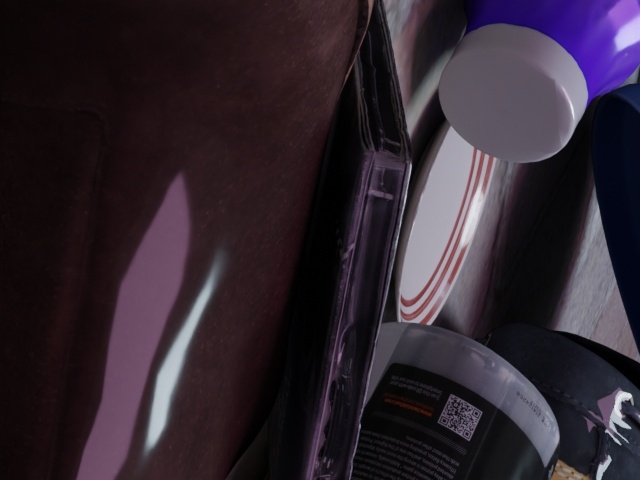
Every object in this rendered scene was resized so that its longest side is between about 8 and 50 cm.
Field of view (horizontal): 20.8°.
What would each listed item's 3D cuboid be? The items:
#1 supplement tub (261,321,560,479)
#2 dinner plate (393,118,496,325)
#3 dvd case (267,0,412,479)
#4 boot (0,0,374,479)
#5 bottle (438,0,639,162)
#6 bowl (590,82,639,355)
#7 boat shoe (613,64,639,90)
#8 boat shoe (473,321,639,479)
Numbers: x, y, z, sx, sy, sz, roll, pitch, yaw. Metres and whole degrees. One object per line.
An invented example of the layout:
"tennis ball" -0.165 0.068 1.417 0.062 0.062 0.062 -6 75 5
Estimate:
"supplement tub" 0.021 0.139 0.752 0.117 0.117 0.190 88 26 -50
"dinner plate" 0.062 -0.017 0.898 0.141 0.017 0.141 17 90 -74
"dvd case" 0.000 0.000 0.562 0.221 0.018 0.164 -93 -169 -63
"boot" -0.049 0.026 0.419 0.248 0.090 0.206 81 21 -70
"bottle" 0.141 -0.152 0.875 0.118 0.092 0.283 92 23 -46
"bowl" 0.297 0.068 1.235 0.391 0.077 0.391 162 -90 -88
"boat shoe" 0.271 -0.095 1.397 0.219 0.070 0.077 84 29 -54
"boat shoe" 0.183 0.153 1.185 0.156 0.187 0.500 -65 158 -2
